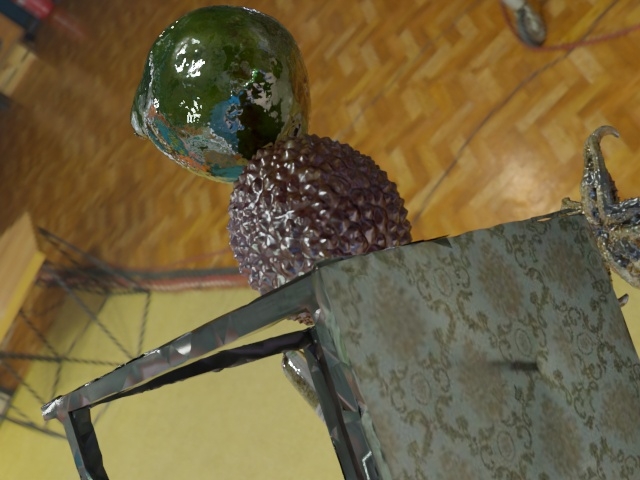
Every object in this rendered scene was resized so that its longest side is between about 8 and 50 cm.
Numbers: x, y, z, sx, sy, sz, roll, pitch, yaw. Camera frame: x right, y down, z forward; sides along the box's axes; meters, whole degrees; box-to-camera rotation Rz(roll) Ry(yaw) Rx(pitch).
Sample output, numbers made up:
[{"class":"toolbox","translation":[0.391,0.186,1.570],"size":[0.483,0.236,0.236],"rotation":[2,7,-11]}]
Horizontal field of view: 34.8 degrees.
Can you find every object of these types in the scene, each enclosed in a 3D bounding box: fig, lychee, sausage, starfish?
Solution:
[{"class":"fig","translation":[-0.124,-0.148,1.111],"size":[0.245,0.195,0.195],"rotation":[-15,47,26]},{"class":"lychee","translation":[0.000,0.000,0.979],"size":[0.188,0.188,0.188],"rotation":[-36,36,31]},{"class":"sausage","translation":[0.041,0.190,0.942],"size":[0.033,0.033,0.269],"rotation":[-50,60,11]},{"class":"starfish","translation":[0.295,-0.013,1.049],"size":[0.146,0.074,0.190],"rotation":[40,140,42]}]

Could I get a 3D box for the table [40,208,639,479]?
[{"class":"table","translation":[0.042,0.194,0.575],"size":[0.272,0.222,0.335],"rotation":[-27,78,44]}]
